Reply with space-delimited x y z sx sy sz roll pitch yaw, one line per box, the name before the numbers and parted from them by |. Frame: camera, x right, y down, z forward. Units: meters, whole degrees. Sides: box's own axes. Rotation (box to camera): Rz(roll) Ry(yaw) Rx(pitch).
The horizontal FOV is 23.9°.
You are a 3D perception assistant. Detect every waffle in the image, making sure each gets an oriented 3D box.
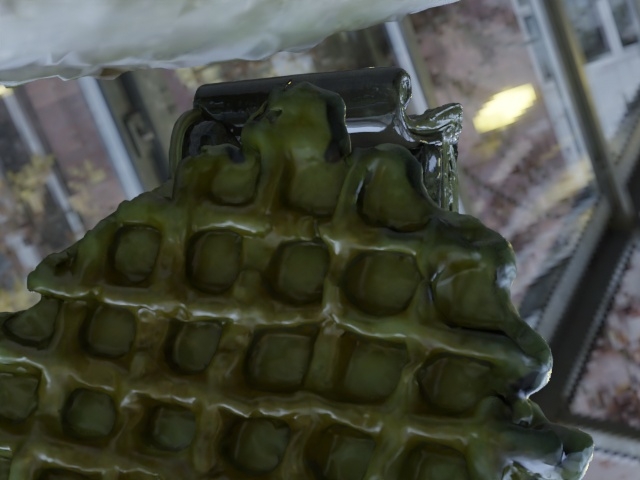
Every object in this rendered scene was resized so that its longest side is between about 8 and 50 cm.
waffle | -0.019 0.067 0.575 0.223 0.204 0.054 -36 161 4

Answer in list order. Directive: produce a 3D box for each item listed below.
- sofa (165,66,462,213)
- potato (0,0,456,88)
sofa | 0.000 0.000 1.182 0.200 0.258 0.182 -3 176 22
potato | -0.051 -0.249 0.287 0.442 0.319 0.385 -15 159 -25
